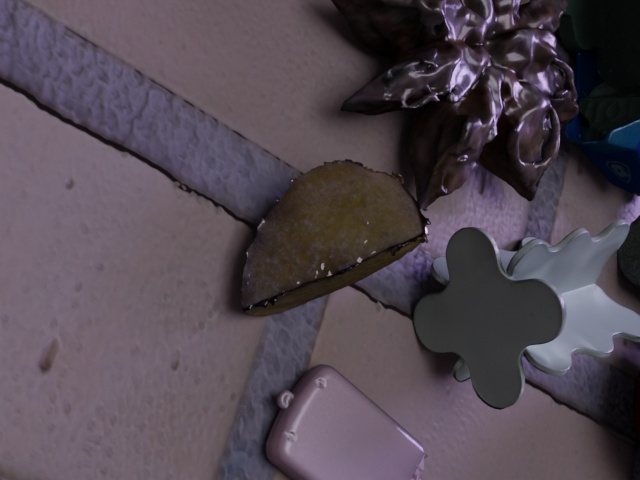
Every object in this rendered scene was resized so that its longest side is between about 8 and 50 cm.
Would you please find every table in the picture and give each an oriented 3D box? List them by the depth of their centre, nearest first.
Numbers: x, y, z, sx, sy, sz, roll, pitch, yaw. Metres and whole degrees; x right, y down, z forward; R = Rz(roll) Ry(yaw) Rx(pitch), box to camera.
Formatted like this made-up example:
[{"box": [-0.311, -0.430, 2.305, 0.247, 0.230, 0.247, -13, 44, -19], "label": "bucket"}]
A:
[{"box": [0.216, 0.056, 0.923, 0.198, 0.166, 0.166, -11, 88, -43], "label": "table"}]

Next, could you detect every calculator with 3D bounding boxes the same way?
[{"box": [0.025, 0.185, 0.834, 0.175, 0.032, 0.100, 43, 60, -21], "label": "calculator"}]

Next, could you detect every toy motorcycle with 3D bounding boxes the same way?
[{"box": [0.359, -0.184, 1.054, 0.200, 0.191, 0.326, -8, 100, -32], "label": "toy motorcycle"}]

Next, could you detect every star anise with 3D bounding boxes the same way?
[{"box": [0.147, -0.186, 0.933, 0.332, 0.118, 0.331, 8, 78, -39], "label": "star anise"}]

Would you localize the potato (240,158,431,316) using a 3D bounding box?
[{"box": [0.000, 0.000, 0.835, 0.172, 0.089, 0.100, -27, 76, -4], "label": "potato"}]

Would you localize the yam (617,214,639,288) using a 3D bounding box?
[{"box": [0.463, 0.049, 1.124, 0.259, 0.106, 0.106, 23, 70, -28], "label": "yam"}]

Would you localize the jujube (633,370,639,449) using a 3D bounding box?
[{"box": [0.471, 0.226, 1.037, 0.223, 0.223, 0.318, -46, 112, -31], "label": "jujube"}]
